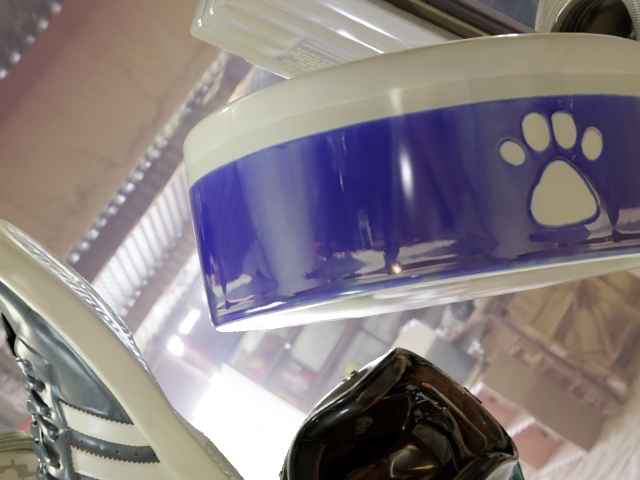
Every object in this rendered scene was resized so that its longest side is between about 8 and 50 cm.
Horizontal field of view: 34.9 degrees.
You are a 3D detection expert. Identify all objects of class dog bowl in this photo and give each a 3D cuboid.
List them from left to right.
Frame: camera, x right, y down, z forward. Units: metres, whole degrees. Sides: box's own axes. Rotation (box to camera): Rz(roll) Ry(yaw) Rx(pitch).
[{"bbox_3d":[0.061,-0.020,0.561,0.265,0.265,0.104,80,-179,-83],"label":"dog bowl"}]

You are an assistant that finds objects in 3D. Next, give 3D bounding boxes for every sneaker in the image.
[{"bbox_3d":[-0.163,0.150,0.707,0.148,0.350,0.131,-36,22,-8],"label":"sneaker"}]

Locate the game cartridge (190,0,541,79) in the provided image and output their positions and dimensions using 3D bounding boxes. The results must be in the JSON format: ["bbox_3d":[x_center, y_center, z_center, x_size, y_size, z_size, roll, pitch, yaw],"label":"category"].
[{"bbox_3d":[0.082,-0.157,0.878,0.230,0.355,0.068,1,72,68],"label":"game cartridge"}]

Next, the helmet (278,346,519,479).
[{"bbox_3d":[0.050,0.178,0.754,0.161,0.169,0.169,-51,-3,9],"label":"helmet"}]

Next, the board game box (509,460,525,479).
[{"bbox_3d":[0.194,0.312,1.049,0.126,0.026,0.186,-102,7,-47],"label":"board game box"}]

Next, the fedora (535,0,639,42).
[{"bbox_3d":[0.376,-0.210,1.264,0.243,0.124,0.275,160,105,-67],"label":"fedora"}]

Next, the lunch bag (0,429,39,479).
[{"bbox_3d":[-0.216,0.329,0.851,0.212,0.305,0.256,-25,-36,10],"label":"lunch bag"}]
